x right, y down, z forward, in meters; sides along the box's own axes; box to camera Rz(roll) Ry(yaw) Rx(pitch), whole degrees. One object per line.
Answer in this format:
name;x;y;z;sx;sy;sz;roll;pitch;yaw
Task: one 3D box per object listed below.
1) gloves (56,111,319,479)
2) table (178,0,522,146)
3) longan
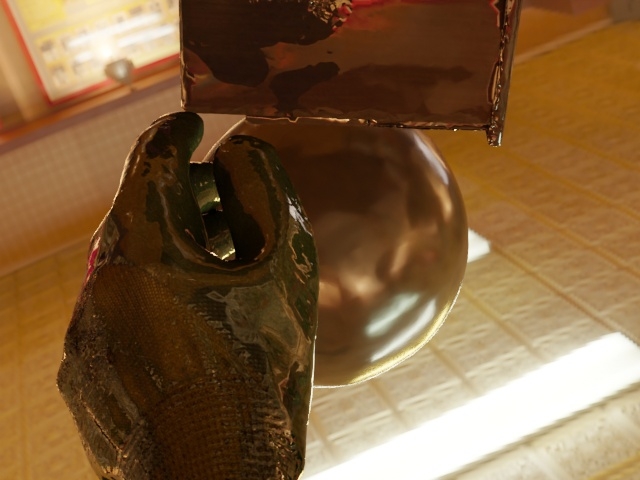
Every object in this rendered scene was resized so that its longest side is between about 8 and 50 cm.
gloves;-0.055;0.046;0.481;0.135;0.107;0.268;-36;-136;26
table;0.017;-0.171;0.688;0.193;0.172;0.169;3;-148;-1
longan;0.000;0.000;0.935;0.258;0.258;0.258;-17;-159;7
